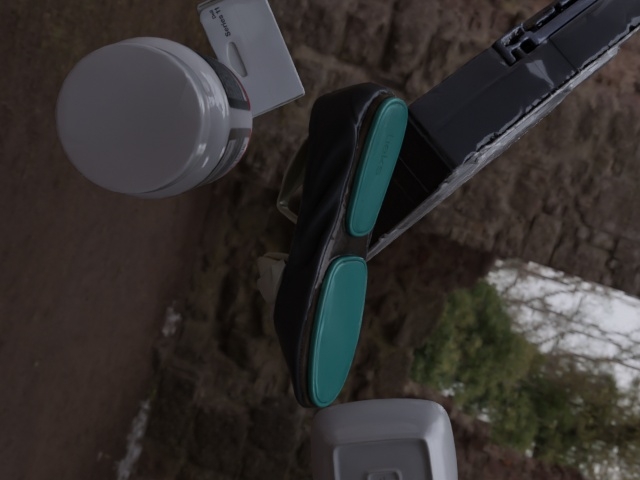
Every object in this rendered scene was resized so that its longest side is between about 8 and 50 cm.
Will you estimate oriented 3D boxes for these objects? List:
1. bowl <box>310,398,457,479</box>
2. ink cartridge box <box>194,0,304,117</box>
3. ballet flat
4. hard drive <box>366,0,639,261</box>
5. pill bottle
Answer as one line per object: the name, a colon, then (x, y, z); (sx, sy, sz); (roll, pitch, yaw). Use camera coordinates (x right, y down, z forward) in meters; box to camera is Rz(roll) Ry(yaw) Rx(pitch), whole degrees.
bowl: (0.061, 0.226, 0.862); (0.053, 0.142, 0.142); (-34, 119, -85)
ink cartridge box: (-0.096, -0.252, 1.177); (0.208, 0.087, 0.153); (-115, -178, -72)
ballet flat: (0.000, 0.000, 0.566); (0.074, 0.074, 0.203); (-54, 157, -87)
hard drive: (0.116, -0.083, 0.785); (0.237, 0.064, 0.339); (-38, 176, -22)
pill bottle: (-0.166, -0.127, 0.945); (0.283, 0.161, 0.161); (-67, 175, -83)
